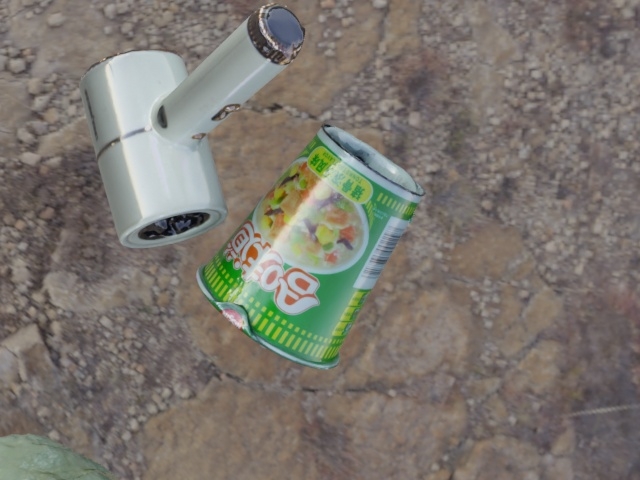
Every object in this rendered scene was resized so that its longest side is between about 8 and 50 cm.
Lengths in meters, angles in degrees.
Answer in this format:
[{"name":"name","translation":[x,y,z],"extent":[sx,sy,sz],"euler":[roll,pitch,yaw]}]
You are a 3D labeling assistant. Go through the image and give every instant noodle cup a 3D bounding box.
[{"name":"instant noodle cup","translation":[0.000,0.000,1.193],"extent":[0.207,0.207,0.233],"euler":[27,105,-30]}]

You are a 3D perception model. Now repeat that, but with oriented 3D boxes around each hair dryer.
[{"name":"hair dryer","translation":[-0.121,-0.144,1.071],"extent":[0.128,0.362,0.203],"euler":[-6,74,-40]}]

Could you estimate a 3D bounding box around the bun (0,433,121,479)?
[{"name":"bun","translation":[-0.165,0.203,0.625],"extent":[0.195,0.195,0.118],"euler":[61,37,-23]}]
